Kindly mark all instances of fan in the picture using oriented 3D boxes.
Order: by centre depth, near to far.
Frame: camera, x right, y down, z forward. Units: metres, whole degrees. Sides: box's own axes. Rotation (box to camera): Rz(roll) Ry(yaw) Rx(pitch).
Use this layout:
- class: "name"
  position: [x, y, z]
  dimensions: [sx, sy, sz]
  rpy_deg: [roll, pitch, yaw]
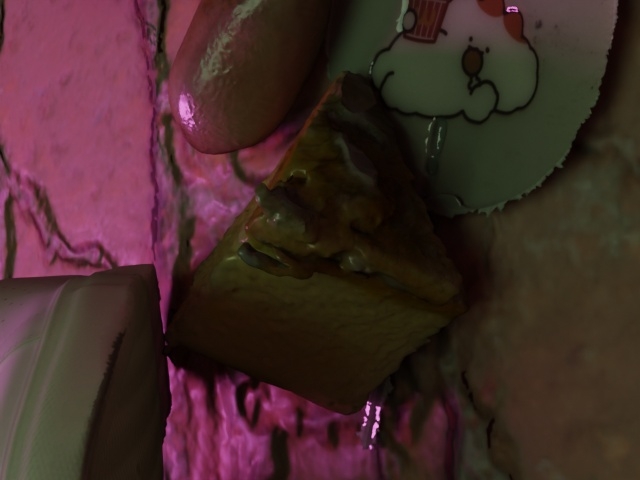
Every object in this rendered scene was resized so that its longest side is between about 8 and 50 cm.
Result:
- class: "fan"
  position: [0.056, -0.040, 0.536]
  dimensions: [0.190, 0.009, 0.329]
  rpy_deg: [22, 108, 45]

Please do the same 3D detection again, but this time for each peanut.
- class: "peanut"
  position: [-0.038, -0.113, 0.580]
  dimensions: [0.076, 0.076, 0.152]
  rpy_deg: [45, 122, 32]

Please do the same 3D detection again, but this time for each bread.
- class: "bread"
  position: [0.000, 0.000, 0.549]
  dimensions: [0.147, 0.127, 0.152]
  rpy_deg: [-50, 23, 40]

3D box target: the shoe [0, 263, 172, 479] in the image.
- class: "shoe"
  position: [-0.158, 0.083, 0.510]
  dimensions: [0.363, 0.160, 0.132]
  rpy_deg: [-133, 37, -80]
